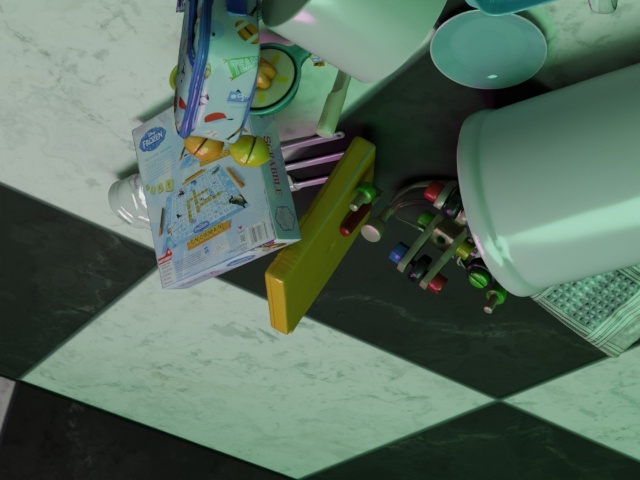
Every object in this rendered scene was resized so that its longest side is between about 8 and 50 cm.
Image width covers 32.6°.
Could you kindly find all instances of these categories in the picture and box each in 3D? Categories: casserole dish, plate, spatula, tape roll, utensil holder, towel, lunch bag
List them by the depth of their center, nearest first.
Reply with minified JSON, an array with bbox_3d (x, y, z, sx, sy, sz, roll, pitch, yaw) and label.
[{"bbox_3d":[0.052,-0.365,1.534,0.169,0.246,0.246,27,144,-25],"label":"tape roll"},{"bbox_3d":[0.300,-0.395,1.620,0.188,0.037,0.114,-12,142,29],"label":"casserole dish"},{"bbox_3d":[-0.151,-0.314,1.621,0.115,0.303,0.243,4,143,-12],"label":"lunch bag"},{"bbox_3d":[0.271,-0.314,1.769,0.188,0.024,0.188,6,147,4],"label":"plate"},{"bbox_3d":[0.464,-0.109,1.769,0.386,0.327,0.327,-17,140,32],"label":"utensil holder"},{"bbox_3d":[0.560,0.056,2.050,0.312,0.056,0.324,37,121,-14],"label":"towel"},{"bbox_3d":[-0.038,-0.147,2.124,0.242,0.019,0.168,-11,142,23],"label":"spatula"}]

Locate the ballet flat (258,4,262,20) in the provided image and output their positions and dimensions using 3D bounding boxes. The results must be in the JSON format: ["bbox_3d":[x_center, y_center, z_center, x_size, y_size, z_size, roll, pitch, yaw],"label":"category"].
[{"bbox_3d":[-0.127,-0.355,1.800,0.041,0.041,0.114,21,146,-19],"label":"ballet flat"}]

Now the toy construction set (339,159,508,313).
[{"bbox_3d":[0.221,-0.064,2.006,0.309,0.237,0.257,15,136,26],"label":"toy construction set"}]

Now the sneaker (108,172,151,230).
[{"bbox_3d":[-0.282,-0.044,2.255,0.305,0.114,0.152,29,144,-29],"label":"sneaker"}]

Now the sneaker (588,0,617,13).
[{"bbox_3d":[0.435,-0.406,1.505,0.111,0.103,0.252,9,149,3],"label":"sneaker"}]

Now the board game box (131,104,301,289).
[{"bbox_3d":[-0.194,-0.105,1.957,0.319,0.317,0.066,-22,166,41],"label":"board game box"}]

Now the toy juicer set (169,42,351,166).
[{"bbox_3d":[-0.089,-0.227,1.768,0.329,0.209,0.089,-10,154,15],"label":"toy juicer set"}]

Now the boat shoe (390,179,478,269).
[{"bbox_3d":[0.308,-0.018,2.131,0.356,0.130,0.132,13,148,-7],"label":"boat shoe"}]

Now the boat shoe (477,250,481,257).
[{"bbox_3d":[0.375,-0.031,2.040,0.078,0.070,0.219,25,101,-20],"label":"boat shoe"}]

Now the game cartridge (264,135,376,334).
[{"bbox_3d":[0.000,0.000,2.044,0.053,0.323,0.285,30,157,14],"label":"game cartridge"}]

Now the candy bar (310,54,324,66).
[{"bbox_3d":[-0.033,-0.342,1.808,0.040,0.018,0.161,-12,142,30],"label":"candy bar"}]
